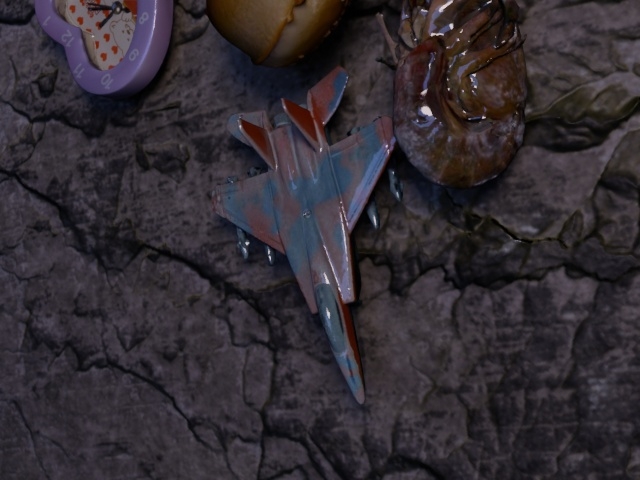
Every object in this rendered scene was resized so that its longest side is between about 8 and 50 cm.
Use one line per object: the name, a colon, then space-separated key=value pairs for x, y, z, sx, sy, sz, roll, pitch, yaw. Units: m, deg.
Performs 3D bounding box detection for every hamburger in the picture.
hamburger: x=-0.029 y=-0.275 z=0.785 sx=0.147 sy=0.237 sz=0.237 roll=13 pitch=95 yaw=-11

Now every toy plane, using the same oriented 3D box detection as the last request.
toy plane: x=0.003 y=0.000 z=0.822 sx=0.223 sy=0.104 sz=0.326 roll=-20 pitch=85 yaw=24

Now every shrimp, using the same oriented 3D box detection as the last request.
shrimp: x=0.113 y=-0.216 z=0.771 sx=0.145 sy=0.116 sz=0.343 roll=-5 pitch=83 yaw=1

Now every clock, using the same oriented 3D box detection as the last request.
clock: x=-0.235 y=-0.270 z=0.957 sx=0.172 sy=0.064 sz=0.198 roll=-42 pitch=73 yaw=18
